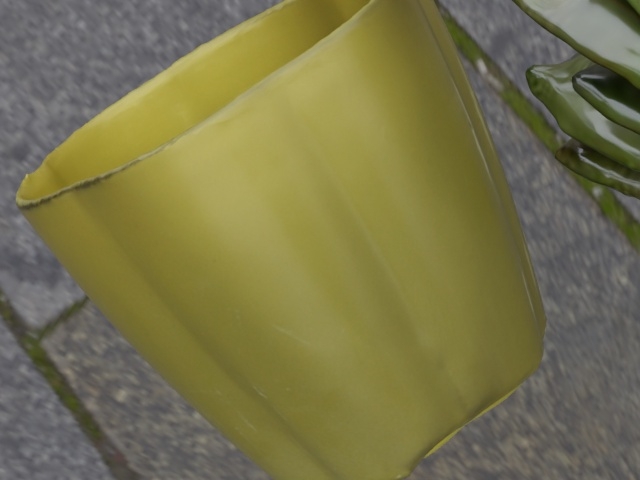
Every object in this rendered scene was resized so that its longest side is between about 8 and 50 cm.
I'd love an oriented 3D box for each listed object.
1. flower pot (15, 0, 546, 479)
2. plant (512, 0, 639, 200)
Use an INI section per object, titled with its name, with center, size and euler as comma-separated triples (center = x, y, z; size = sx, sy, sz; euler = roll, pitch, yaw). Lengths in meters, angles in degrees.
[flower pot]
center = 0.000, 0.000, 0.793
size = 0.195, 0.195, 0.179
euler = -32, 105, 4
[plant]
center = 0.198, -0.011, 0.665
size = 0.180, 0.251, 0.333
euler = -43, 57, 25
